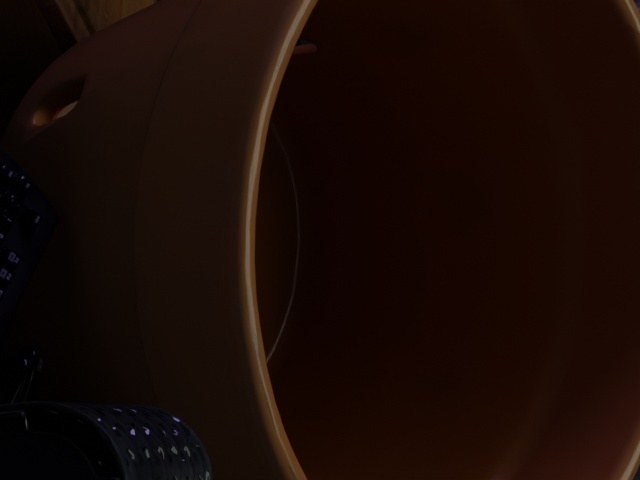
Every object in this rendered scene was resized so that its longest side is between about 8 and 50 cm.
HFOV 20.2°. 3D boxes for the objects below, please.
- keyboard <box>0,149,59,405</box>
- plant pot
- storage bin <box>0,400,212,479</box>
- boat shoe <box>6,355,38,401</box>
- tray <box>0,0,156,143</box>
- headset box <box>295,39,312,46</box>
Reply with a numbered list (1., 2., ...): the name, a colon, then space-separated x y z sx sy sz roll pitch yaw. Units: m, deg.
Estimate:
1. keyboard: -0.134 0.046 0.625 0.100 0.038 0.192 44 50 -30
2. plant pot: -0.003 0.001 0.772 0.291 0.203 0.290 -1 91 -47
3. storage bin: -0.122 0.110 0.475 0.084 0.180 0.122 28 56 -78
4. boat shoe: -0.121 0.061 0.851 0.073 0.073 0.207 -27 111 -39
5. tray: -0.137 -0.253 0.930 0.203 0.076 0.411 68 19 -54
6. headset box: 0.000 0.000 1.196 0.218 0.110 0.293 52 21 -19
